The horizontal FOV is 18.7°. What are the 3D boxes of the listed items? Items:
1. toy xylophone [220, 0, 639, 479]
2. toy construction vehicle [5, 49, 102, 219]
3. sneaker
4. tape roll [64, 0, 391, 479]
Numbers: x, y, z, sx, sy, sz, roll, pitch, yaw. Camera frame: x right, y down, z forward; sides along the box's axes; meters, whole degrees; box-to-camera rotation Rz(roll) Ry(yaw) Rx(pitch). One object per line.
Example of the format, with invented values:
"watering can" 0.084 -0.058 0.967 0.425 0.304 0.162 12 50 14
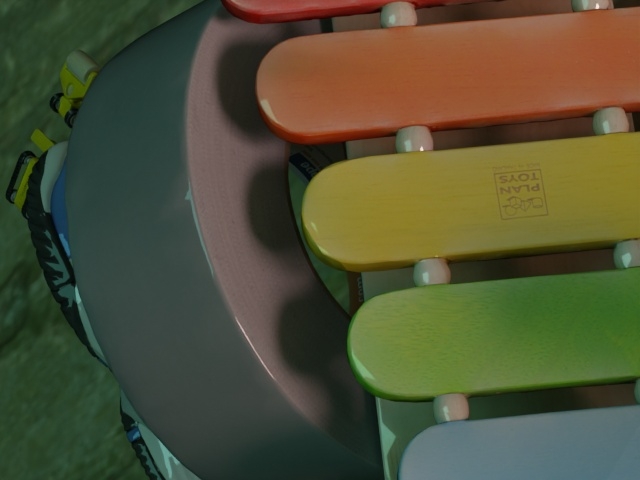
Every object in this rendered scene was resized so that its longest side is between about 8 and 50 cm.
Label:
"toy xylophone" 0.100 -0.019 0.721 0.236 0.081 0.323 -13 71 -6
"toy construction vehicle" -0.124 -0.046 1.050 0.086 0.035 0.098 37 112 44
"sneaker" -0.072 0.034 0.956 0.081 0.080 0.211 -37 74 19
"tape roll" 0.000 0.000 0.798 0.072 0.219 0.219 -21 68 37
